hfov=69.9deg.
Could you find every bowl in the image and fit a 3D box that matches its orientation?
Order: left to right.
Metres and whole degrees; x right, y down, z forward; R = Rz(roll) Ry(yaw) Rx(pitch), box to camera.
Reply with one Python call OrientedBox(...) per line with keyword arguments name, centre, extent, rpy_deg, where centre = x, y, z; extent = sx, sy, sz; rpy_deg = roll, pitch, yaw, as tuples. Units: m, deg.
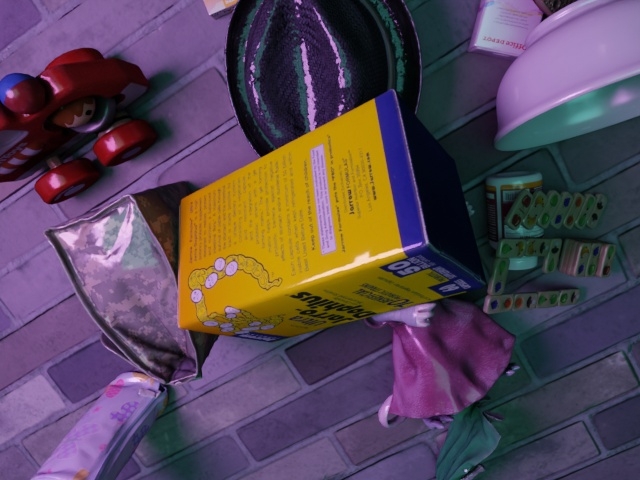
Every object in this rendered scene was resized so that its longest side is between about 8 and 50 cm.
OrientedBox(name="bowl", centre=(0.367, -0.235, 0.614), extent=(0.298, 0.298, 0.134), rpy_deg=(-14, 86, 7))

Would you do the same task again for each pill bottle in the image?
OrientedBox(name="pill bottle", centre=(0.319, -0.034, 0.751), extent=(0.086, 0.086, 0.152), rpy_deg=(-6, 103, 5))

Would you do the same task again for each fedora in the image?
OrientedBox(name="fedora", centre=(-0.010, -0.227, 0.636), extent=(0.334, 0.152, 0.334), rpy_deg=(3, 110, 9))

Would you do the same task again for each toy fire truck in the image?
OrientedBox(name="toy fire truck", centre=(-0.411, -0.169, 0.682), extent=(0.302, 0.254, 0.169), rpy_deg=(-30, 100, 10))

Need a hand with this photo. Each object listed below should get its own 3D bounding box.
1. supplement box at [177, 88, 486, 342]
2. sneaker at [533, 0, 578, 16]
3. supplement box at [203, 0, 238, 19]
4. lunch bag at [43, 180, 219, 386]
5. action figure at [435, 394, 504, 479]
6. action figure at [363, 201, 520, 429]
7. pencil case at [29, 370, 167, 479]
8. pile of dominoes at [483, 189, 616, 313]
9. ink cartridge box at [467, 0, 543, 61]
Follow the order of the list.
OrientedBox(name="supplement box", centre=(0.000, 0.000, 0.616), extent=(0.357, 0.194, 0.195), rpy_deg=(-21, 62, 30))
OrientedBox(name="sneaker", centre=(0.348, -0.341, 0.648), extent=(0.188, 0.071, 0.066), rpy_deg=(-1, 119, -29))
OrientedBox(name="supplement box", centre=(-0.162, -0.411, 0.719), extent=(0.062, 0.036, 0.098), rpy_deg=(-20, 102, 9))
OrientedBox(name="lunch bag", centre=(-0.254, 0.068, 0.737), extent=(0.169, 0.235, 0.287), rpy_deg=(-23, 101, 6))
OrientedBox(name="action figure", centre=(0.264, 0.395, 0.853), extent=(0.064, 0.137, 0.232), rpy_deg=(12, 113, -12))
OrientedBox(name="action figure", centre=(0.152, 0.103, 0.779), extent=(0.370, 0.248, 0.276), rpy_deg=(54, 141, 2))
OrientedBox(name="pencil case", centre=(-0.373, 0.351, 0.798), extent=(0.124, 0.273, 0.113), rpy_deg=(-11, 109, 13))
OrientedBox(name="pile of dominoes", centre=(0.374, 0.020, 0.718), extent=(0.251, 0.040, 0.196), rpy_deg=(0, 104, -30))
OrientedBox(name="ink cartridge box", centre=(0.287, -0.344, 0.697), extent=(0.089, 0.052, 0.122), rpy_deg=(12, 103, 1))
